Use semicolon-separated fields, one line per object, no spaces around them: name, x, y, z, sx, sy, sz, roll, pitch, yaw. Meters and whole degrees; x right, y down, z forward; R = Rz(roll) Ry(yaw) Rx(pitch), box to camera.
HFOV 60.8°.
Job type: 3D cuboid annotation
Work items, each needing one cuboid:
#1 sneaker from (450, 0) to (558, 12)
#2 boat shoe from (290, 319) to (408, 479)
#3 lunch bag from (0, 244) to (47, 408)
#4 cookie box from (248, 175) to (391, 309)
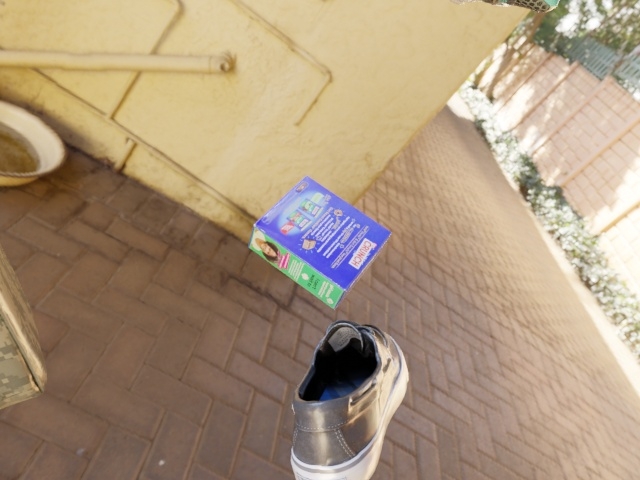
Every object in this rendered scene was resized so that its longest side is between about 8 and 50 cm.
sneaker;0.146;-0.158;0.274;0.076;0.167;0.065;54;-8;45
boat shoe;0.023;0.106;0.449;0.228;0.080;0.076;-38;122;-69
lunch bag;-0.458;0.056;0.538;0.256;0.305;0.212;-23;39;-23
cookie box;0.000;0.000;0.538;0.107;0.040;0.092;35;54;11
